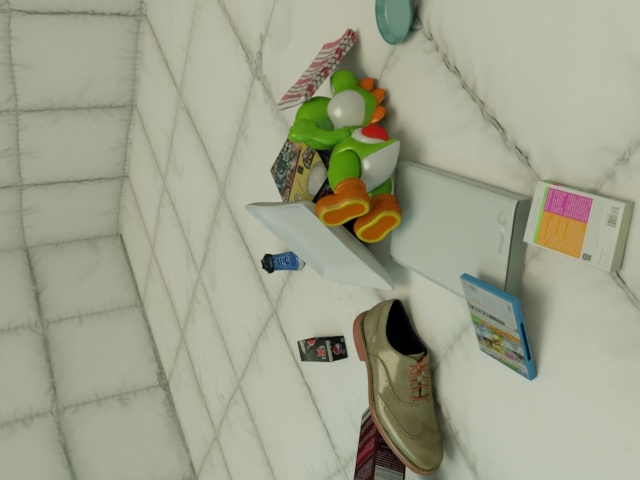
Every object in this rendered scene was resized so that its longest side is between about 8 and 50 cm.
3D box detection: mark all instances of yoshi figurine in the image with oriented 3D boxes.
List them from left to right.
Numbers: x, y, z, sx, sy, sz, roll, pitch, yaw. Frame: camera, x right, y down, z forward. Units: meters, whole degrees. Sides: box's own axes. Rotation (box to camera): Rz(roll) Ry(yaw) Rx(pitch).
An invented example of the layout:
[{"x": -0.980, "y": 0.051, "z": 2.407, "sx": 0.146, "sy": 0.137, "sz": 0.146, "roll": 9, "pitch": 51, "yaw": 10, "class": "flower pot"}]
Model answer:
[{"x": 0.037, "y": -0.172, "z": 1.252, "sx": 0.203, "sy": 0.203, "sz": 0.362, "roll": 94, "pitch": 172, "yaw": -58, "class": "yoshi figurine"}]

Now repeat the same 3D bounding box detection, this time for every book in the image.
[{"x": 0.361, "y": -0.024, "z": 0.887, "sx": 0.144, "sy": 0.035, "sz": 0.096, "roll": 31, "pitch": 121, "yaw": 54, "class": "book"}]

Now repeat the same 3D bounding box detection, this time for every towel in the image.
[{"x": -0.012, "y": -0.360, "z": 1.336, "sx": 0.029, "sy": 0.197, "sz": 0.144, "roll": 42, "pitch": 164, "yaw": -21, "class": "towel"}]

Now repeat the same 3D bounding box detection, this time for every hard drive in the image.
[{"x": 0.233, "y": -0.013, "z": 1.114, "sx": 0.307, "sy": 0.040, "sz": 0.203, "roll": 31, "pitch": 125, "yaw": 55, "class": "hard drive"}]

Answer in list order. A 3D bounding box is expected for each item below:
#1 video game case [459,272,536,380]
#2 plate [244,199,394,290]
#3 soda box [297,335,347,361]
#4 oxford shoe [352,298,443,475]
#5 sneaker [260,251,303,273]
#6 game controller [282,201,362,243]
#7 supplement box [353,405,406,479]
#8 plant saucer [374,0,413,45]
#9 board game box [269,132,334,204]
[{"x": 0.287, "y": 0.139, "z": 1.017, "sx": 0.119, "sy": 0.015, "sz": 0.166, "roll": 30, "pitch": 147, "yaw": 55, "class": "video game case"}, {"x": 0.000, "y": 0.000, "z": 1.321, "sx": 0.278, "sy": 0.045, "sz": 0.277, "roll": 43, "pitch": 161, "yaw": -24, "class": "plate"}, {"x": 0.002, "y": 0.277, "z": 1.604, "sx": 0.169, "sy": 0.053, "sz": 0.060, "roll": -20, "pitch": 81, "yaw": 61, "class": "soda box"}, {"x": 0.166, "y": 0.282, "z": 1.242, "sx": 0.130, "sy": 0.123, "sz": 0.348, "roll": -47, "pitch": 59, "yaw": 49, "class": "oxford shoe"}, {"x": -0.110, "y": 0.060, "z": 1.711, "sx": 0.152, "sy": 0.085, "sz": 0.058, "roll": -3, "pitch": 95, "yaw": 61, "class": "sneaker"}, {"x": 0.001, "y": -0.034, "z": 1.502, "sx": 0.319, "sy": 0.067, "sz": 0.166, "roll": 19, "pitch": 114, "yaw": 59, "class": "game controller"}, {"x": 0.123, "y": 0.448, "z": 1.290, "sx": 0.130, "sy": 0.073, "sz": 0.239, "roll": 116, "pitch": 171, "yaw": -47, "class": "supplement box"}, {"x": 0.140, "y": -0.425, "z": 1.166, "sx": 0.119, "sy": 0.021, "sz": 0.119, "roll": 47, "pitch": 145, "yaw": 49, "class": "plant saucer"}, {"x": -0.039, "y": -0.156, "z": 1.475, "sx": 0.165, "sy": 0.042, "sz": 0.243, "roll": -57, "pitch": 36, "yaw": 29, "class": "board game box"}]
